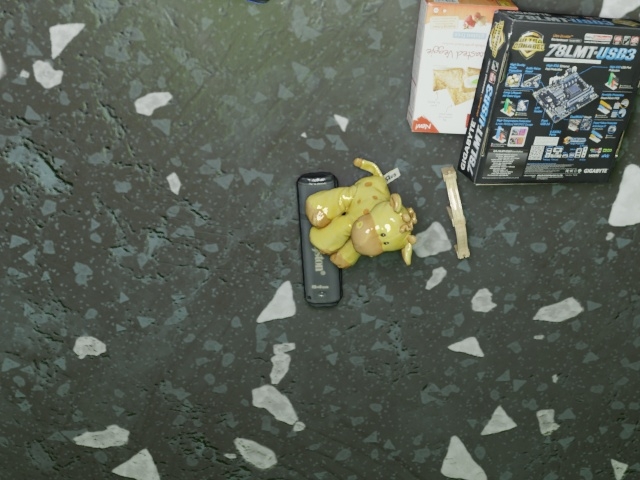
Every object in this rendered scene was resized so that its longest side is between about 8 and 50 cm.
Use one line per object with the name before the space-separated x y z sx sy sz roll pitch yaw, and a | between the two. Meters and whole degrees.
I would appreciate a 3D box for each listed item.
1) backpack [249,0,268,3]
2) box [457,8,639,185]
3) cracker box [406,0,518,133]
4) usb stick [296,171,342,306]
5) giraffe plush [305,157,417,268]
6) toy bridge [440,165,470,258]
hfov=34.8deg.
backpack | -0.120 -0.446 1.643 0.120 0.101 0.098 8 127 -45
box | 0.406 -0.242 1.764 0.296 0.073 0.293 -3 117 -23
cracker box | 0.242 -0.301 1.763 0.156 0.067 0.232 1 118 -6
usb stick | 0.000 0.000 1.915 0.077 0.045 0.277 -5 118 -3
giraffe plush | 0.096 -0.028 1.808 0.210 0.170 0.181 -46 124 2
toy bridge | 0.253 -0.047 1.900 0.026 0.063 0.188 -13 118 2
